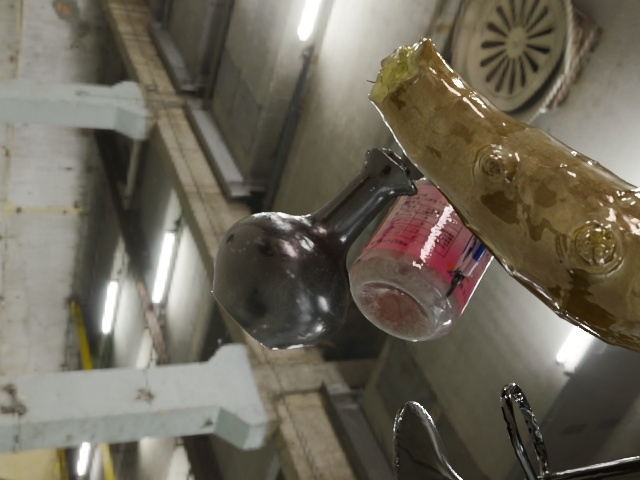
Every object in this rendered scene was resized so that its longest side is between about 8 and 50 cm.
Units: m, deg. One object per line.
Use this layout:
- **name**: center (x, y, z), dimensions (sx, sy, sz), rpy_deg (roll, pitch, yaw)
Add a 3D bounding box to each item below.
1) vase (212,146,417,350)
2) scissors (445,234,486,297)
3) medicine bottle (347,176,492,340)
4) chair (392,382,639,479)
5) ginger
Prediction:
- **vase**: center (0.000, 0.000, 0.645), dimensions (0.183, 0.120, 0.120), rpy_deg (-47, -146, -1)
- **scissors**: center (0.164, 0.014, 0.867), dimensions (0.113, 0.012, 0.039), rpy_deg (-57, -167, -11)
- **medicine bottle**: center (0.145, -0.002, 0.996), dimensions (0.247, 0.147, 0.147), rpy_deg (-53, -172, -32)
- **chair**: center (0.289, 0.219, 0.731), dimensions (0.401, 0.226, 0.226), rpy_deg (-16, -109, 19)
- **ginger**: center (0.215, -0.044, 0.747), dimensions (0.166, 0.236, 0.375), rpy_deg (-44, -118, 28)
